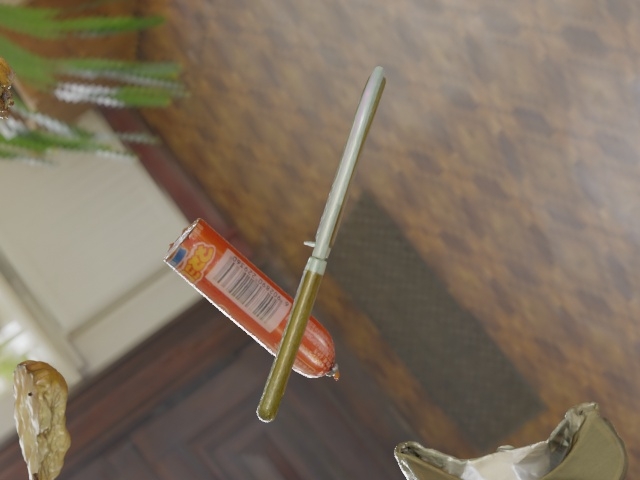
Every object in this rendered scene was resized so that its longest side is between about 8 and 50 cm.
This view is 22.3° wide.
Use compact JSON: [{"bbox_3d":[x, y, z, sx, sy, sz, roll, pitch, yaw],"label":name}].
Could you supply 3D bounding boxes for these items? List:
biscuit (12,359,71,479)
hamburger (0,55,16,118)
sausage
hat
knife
[{"bbox_3d":[-0.341,0.215,2.004,0.118,0.061,0.183,-126,32,-48],"label":"biscuit"},{"bbox_3d":[-0.383,-0.119,1.441,0.282,0.155,0.245,17,-158,-45],"label":"hamburger"},{"bbox_3d":[-0.073,0.083,2.024,0.274,0.074,0.074,41,162,-13],"label":"sausage"},{"bbox_3d":[0.192,0.257,1.581,0.245,0.214,0.149,-102,1,-63],"label":"hat"},{"bbox_3d":[0.000,0.000,1.486,0.027,0.343,0.061,18,178,5],"label":"knife"}]
